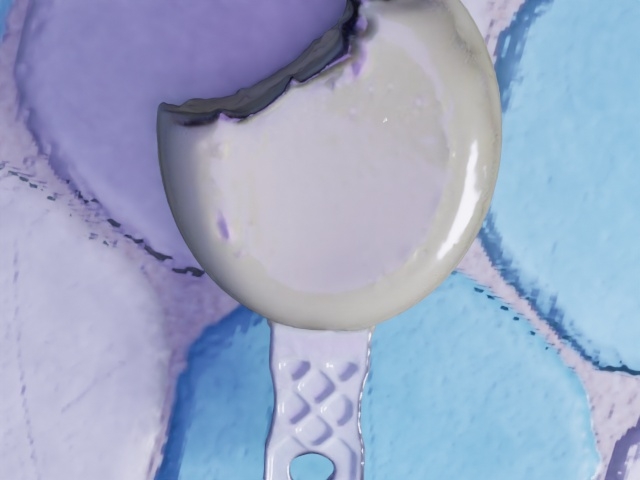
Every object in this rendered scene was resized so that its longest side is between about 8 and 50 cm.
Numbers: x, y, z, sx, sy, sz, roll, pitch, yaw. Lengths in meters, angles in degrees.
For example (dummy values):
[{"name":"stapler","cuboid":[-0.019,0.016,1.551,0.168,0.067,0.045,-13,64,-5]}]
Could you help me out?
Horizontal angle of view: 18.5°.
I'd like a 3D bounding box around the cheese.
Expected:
[{"name":"cheese","cuboid":[0.020,0.002,0.924,0.163,0.071,0.249,-17,105,1]}]
